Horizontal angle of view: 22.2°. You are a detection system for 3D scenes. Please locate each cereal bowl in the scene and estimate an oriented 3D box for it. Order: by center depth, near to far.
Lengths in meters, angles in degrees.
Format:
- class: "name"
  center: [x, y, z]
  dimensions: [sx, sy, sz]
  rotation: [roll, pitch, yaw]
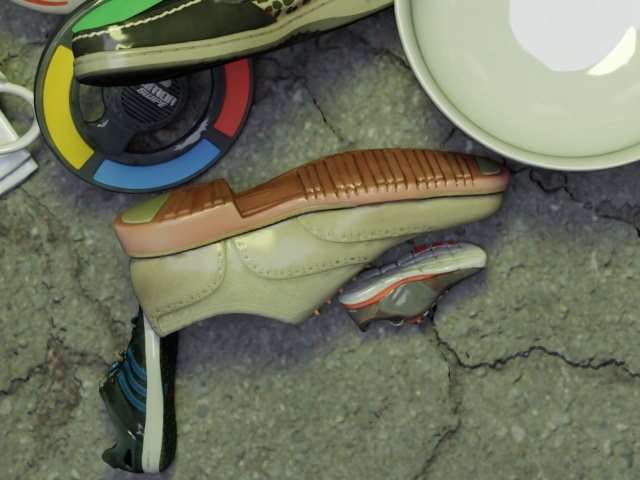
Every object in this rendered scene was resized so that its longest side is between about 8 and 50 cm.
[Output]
- class: "cereal bowl"
  center: [0.241, -0.233, 1.582]
  dimensions: [0.339, 0.141, 0.339]
  rotation: [0, 93, 4]

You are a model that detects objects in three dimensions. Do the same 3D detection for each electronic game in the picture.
- class: "electronic game"
  center: [-0.176, -0.152, 1.652]
  dimensions: [0.229, 0.048, 0.229]
  rotation: [-9, 119, -17]

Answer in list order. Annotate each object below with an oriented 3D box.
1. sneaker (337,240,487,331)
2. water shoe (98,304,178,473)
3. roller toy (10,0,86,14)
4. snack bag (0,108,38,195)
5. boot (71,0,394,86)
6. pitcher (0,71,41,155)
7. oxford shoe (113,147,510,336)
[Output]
- class: "sneaker"
  center: [0.100, 0.050, 1.676]
  dimensions: [0.158, 0.061, 0.065]
  rotation: [-18, 114, 12]
- class: "water shoe"
  center: [-0.196, 0.145, 1.709]
  dimensions: [0.080, 0.073, 0.203]
  rotation: [1, 92, 11]
- class: "roller toy"
  center: [-0.260, -0.336, 1.630]
  dimensions: [0.209, 0.191, 0.146]
  rotation: [24, 54, -8]
- class: "snack bag"
  center: [-0.525, -0.119, 1.767]
  dimensions: [0.342, 0.037, 0.323]
  rotation: [-34, 88, 9]
- class: "boot"
  center: [-0.098, -0.313, 1.550]
  dimensions: [0.377, 0.138, 0.284]
  rotation: [-21, 99, -28]
- class: "pitcher"
  center: [-0.404, -0.116, 1.680]
  dimensions: [0.178, 0.125, 0.207]
  rotation: [43, 87, -12]
- class: "oxford shoe"
  center: [0.000, 0.000, 1.650]
  dimensions: [0.397, 0.140, 0.146]
  rotation: [-10, 107, 4]
